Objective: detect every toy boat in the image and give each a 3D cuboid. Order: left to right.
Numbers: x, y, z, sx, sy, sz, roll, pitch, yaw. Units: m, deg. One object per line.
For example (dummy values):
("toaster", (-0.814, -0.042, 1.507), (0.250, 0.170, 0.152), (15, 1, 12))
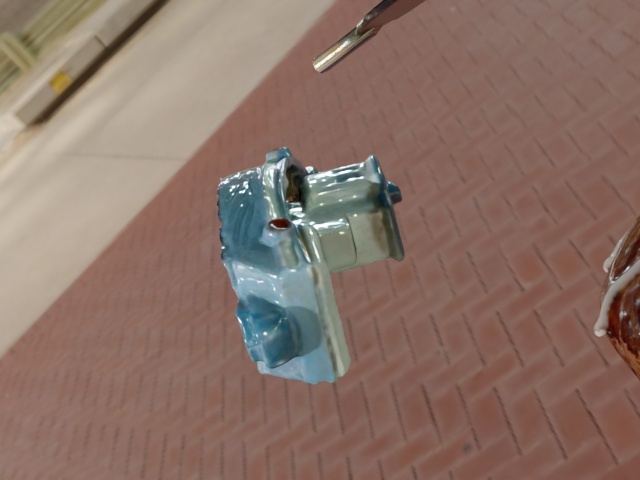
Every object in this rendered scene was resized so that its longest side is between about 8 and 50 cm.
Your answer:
("toy boat", (0.000, 0.000, 0.552), (0.102, 0.088, 0.215), (-14, 23, -1))

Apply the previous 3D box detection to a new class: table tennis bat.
("table tennis bat", (0.054, -0.175, 0.732), (0.158, 0.014, 0.095), (-32, 3, 36))

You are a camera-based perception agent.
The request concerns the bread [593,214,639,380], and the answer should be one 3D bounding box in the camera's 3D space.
("bread", (0.184, 0.012, 0.357), (0.160, 0.073, 0.160), (-40, 14, 12))
